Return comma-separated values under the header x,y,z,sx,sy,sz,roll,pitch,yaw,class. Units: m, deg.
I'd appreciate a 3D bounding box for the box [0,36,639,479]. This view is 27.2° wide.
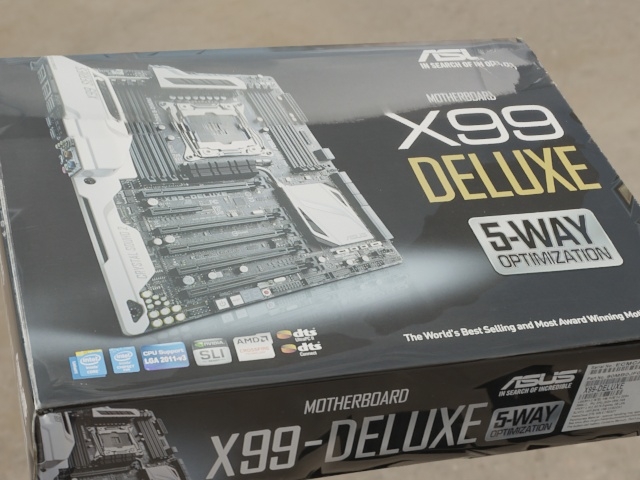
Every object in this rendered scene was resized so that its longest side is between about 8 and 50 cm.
x,y,z,sx,sy,sz,roll,pitch,yaw,class
0.000,0.000,0.646,0.307,0.076,0.242,-4,42,-17,box
